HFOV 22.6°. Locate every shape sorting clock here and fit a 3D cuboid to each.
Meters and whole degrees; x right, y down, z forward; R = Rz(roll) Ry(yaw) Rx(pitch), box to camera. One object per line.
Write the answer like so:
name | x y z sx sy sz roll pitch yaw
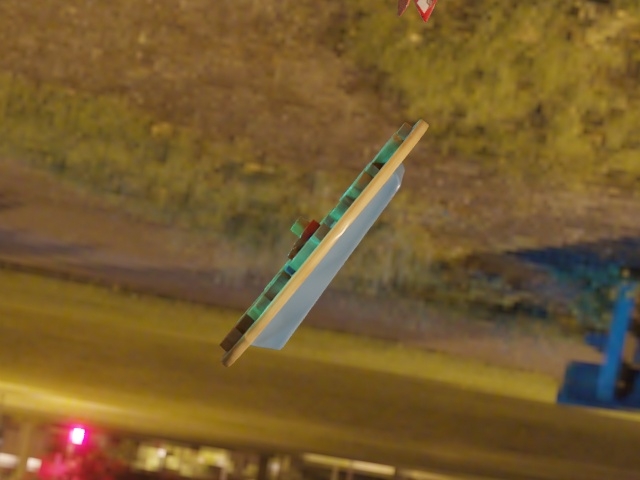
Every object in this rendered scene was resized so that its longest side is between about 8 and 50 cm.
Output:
shape sorting clock | 0.000 0.000 1.049 0.040 0.206 0.206 36 169 -1

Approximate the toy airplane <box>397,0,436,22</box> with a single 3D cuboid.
toy airplane | 0.075 -0.192 0.938 0.028 0.151 0.151 16 170 -9
